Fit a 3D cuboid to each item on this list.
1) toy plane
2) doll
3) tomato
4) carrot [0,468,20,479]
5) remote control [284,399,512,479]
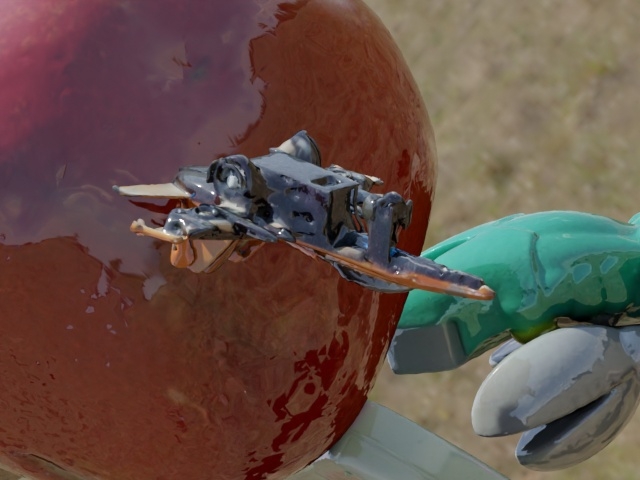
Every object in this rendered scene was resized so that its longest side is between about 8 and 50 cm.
[{"bbox_3d":[0.000,-0.011,0.802,0.188,0.062,0.135,7,18,43],"label":"toy plane"},{"bbox_3d":[0.167,0.054,1.200,0.258,0.153,0.195,-10,12,31],"label":"doll"},{"bbox_3d":[-0.099,-0.017,1.033,0.293,0.325,0.290,-56,2,-28],"label":"tomato"},{"bbox_3d":[-0.249,0.140,1.401,0.059,0.059,0.248,-52,-9,-15],"label":"carrot"},{"bbox_3d":[0.047,0.169,1.230,0.050,0.145,0.344,-60,4,-14],"label":"remote control"}]
